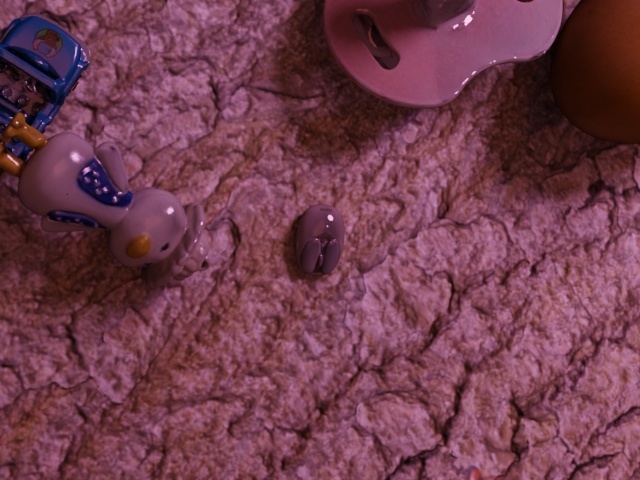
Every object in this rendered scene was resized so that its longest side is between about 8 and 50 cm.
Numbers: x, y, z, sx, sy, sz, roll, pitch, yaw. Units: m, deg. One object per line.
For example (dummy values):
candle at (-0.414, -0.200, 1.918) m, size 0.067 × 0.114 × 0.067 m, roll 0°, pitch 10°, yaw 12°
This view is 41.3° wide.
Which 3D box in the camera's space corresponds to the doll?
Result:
doll at (-0.246, -0.038, 0.996) m, size 0.293 × 0.119 × 0.138 m, roll 35°, pitch 107°, yaw -29°

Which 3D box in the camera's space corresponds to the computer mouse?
computer mouse at (0.001, 0.000, 1.127) m, size 0.066 × 0.039 × 0.096 m, roll 8°, pitch 89°, yaw -16°

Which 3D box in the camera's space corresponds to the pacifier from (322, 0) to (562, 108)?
pacifier at (0.163, -0.309, 1.083) m, size 0.332 × 0.273 × 0.220 m, roll -28°, pitch 114°, yaw -13°

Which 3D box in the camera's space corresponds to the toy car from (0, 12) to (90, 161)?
toy car at (-0.353, -0.177, 0.993) m, size 0.097 × 0.100 × 0.191 m, roll 32°, pitch 82°, yaw -14°

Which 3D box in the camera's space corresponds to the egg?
egg at (0.460, -0.262, 1.145) m, size 0.322 × 0.250 × 0.250 m, roll -30°, pitch 99°, yaw -4°
